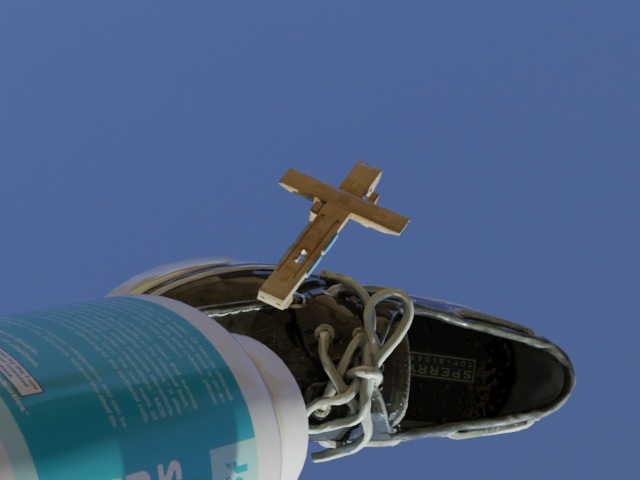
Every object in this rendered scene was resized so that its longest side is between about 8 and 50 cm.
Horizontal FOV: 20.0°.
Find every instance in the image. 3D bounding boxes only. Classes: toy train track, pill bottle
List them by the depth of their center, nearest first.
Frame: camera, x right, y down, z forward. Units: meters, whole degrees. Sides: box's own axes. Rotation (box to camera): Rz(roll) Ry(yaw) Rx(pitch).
[{"bbox_3d":[0.000,0.000,0.635,0.048,0.014,0.083,24,-139,12],"label":"toy train track"},{"bbox_3d":[-0.115,0.101,0.792,0.146,0.264,0.146,4,-82,34],"label":"pill bottle"}]

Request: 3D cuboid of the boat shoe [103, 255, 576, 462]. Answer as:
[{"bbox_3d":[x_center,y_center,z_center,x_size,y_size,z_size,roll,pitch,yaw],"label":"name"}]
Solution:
[{"bbox_3d":[0.014,0.075,1.058,0.105,0.306,0.113,2,-98,57],"label":"boat shoe"}]
